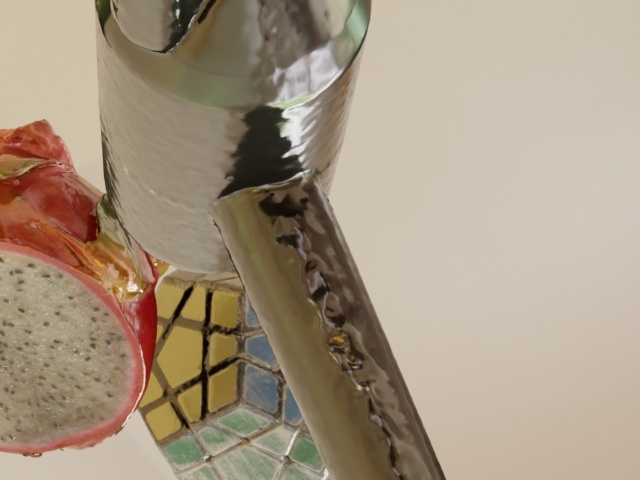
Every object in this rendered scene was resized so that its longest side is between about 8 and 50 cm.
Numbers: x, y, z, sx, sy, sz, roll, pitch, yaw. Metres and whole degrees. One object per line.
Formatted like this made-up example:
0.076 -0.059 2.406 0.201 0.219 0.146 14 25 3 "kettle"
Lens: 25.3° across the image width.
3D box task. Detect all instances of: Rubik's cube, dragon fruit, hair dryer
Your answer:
-0.067 0.152 1.590 0.319 0.264 0.319 8 -108 -25 "Rubik's cube"
-0.281 0.031 1.349 0.305 0.305 0.226 54 -155 -30 "dragon fruit"
0.000 0.000 0.570 0.244 0.116 0.302 104 143 -68 "hair dryer"
